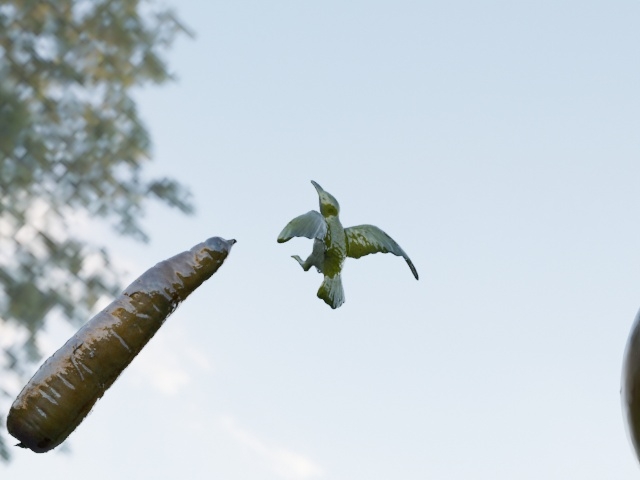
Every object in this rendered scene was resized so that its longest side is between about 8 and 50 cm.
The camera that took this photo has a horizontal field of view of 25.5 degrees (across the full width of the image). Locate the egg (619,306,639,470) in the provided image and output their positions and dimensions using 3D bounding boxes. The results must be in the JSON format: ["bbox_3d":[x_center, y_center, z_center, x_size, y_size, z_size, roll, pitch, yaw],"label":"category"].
[{"bbox_3d":[0.410,0.101,1.159,0.282,0.351,0.282,49,-22,29],"label":"egg"}]

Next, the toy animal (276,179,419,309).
[{"bbox_3d":[0.000,0.000,1.748,0.219,0.095,0.155,11,34,-43],"label":"toy animal"}]

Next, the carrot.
[{"bbox_3d":[-0.164,0.078,1.162,0.059,0.248,0.059,41,-14,13],"label":"carrot"}]
